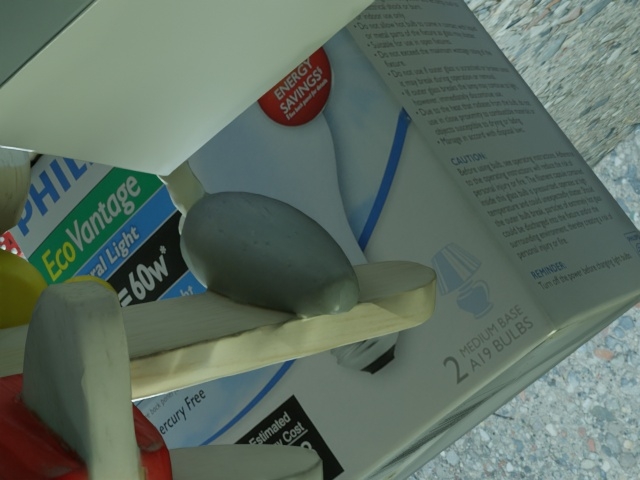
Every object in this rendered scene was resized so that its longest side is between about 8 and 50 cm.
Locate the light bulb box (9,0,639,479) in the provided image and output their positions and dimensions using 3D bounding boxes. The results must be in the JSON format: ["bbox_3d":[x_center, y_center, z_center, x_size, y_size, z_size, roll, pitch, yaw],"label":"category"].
[{"bbox_3d":[0.000,0.000,1.064,0.358,0.361,0.225,-43,163,29],"label":"light bulb box"}]

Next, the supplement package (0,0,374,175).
[{"bbox_3d":[-0.110,-0.156,0.594,0.149,0.203,0.194,-39,166,14],"label":"supplement package"}]

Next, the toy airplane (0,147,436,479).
[{"bbox_3d":[-0.165,0.054,0.663,0.384,0.272,0.386,-13,175,18],"label":"toy airplane"}]

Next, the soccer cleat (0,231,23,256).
[{"bbox_3d":[-0.280,0.009,1.133,0.036,0.029,0.083,-33,167,31],"label":"soccer cleat"}]
